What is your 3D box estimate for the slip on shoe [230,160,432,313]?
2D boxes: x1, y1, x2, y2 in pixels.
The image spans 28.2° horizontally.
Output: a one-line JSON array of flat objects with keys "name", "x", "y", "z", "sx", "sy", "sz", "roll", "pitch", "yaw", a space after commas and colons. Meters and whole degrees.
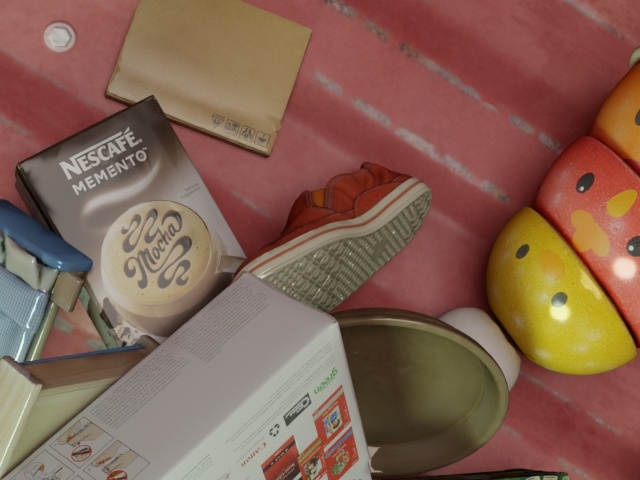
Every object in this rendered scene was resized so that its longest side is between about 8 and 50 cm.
[{"name": "slip on shoe", "x": 0.000, "y": 0.000, "z": 1.370, "sx": 0.101, "sy": 0.123, "sz": 0.331, "roll": 31, "pitch": 37, "yaw": 21}]

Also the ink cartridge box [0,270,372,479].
[{"name": "ink cartridge box", "x": -0.105, "y": 0.236, "z": 1.188, "sx": 0.309, "sy": 0.130, "sz": 0.272, "roll": -41, "pitch": 137, "yaw": -28}]

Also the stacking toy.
[{"name": "stacking toy", "x": 0.312, "y": 0.040, "z": 1.431, "sx": 0.480, "sy": 0.350, "sz": 0.351, "roll": -38, "pitch": 92, "yaw": 0}]

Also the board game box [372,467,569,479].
[{"name": "board game box", "x": 0.128, "y": 0.275, "z": 1.402, "sx": 0.259, "sy": 0.136, "sz": 0.030, "roll": -2, "pitch": 80, "yaw": -15}]

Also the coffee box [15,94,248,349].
[{"name": "coffee box", "x": -0.184, "y": 0.019, "z": 1.369, "sx": 0.168, "sy": 0.119, "sz": 0.297, "roll": -30, "pitch": 90, "yaw": -16}]

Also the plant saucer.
[{"name": "plant saucer", "x": 0.061, "y": 0.161, "z": 1.357, "sx": 0.277, "sy": 0.278, "sz": 0.041, "roll": 14, "pitch": 46, "yaw": -12}]

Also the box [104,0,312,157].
[{"name": "box", "x": -0.126, "y": -0.206, "z": 1.466, "sx": 0.201, "sy": 0.021, "sz": 0.164, "roll": 20, "pitch": 78, "yaw": -10}]

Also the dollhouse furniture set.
[{"name": "dollhouse furniture set", "x": -0.342, "y": 0.141, "z": 1.225, "sx": 0.303, "sy": 0.198, "sz": 0.286, "roll": 34, "pitch": 108, "yaw": 27}]
